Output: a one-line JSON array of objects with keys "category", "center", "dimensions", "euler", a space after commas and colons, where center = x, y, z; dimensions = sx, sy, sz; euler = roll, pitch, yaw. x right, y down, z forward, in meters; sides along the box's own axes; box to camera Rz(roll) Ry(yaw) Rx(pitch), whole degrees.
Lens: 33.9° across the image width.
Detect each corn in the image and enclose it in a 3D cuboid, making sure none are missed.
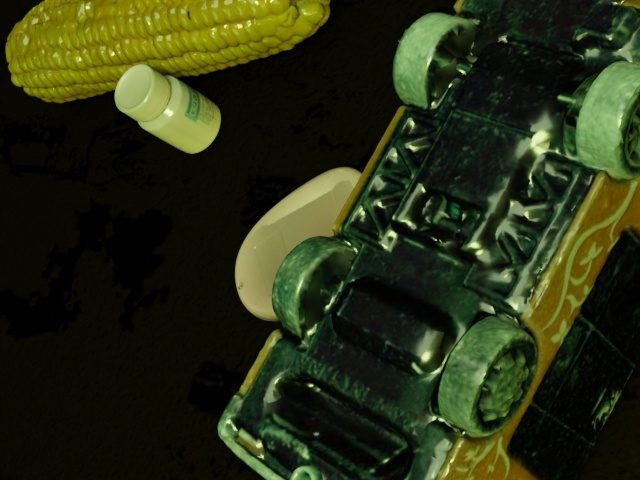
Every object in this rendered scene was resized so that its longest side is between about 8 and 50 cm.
[{"category": "corn", "center": [-0.143, -0.196, 0.930], "dimensions": [0.363, 0.120, 0.121], "euler": [-9, 67, 34]}]

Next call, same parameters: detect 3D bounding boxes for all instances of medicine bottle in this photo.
[{"category": "medicine bottle", "center": [-0.130, -0.113, 0.903], "dimensions": [0.052, 0.089, 0.052], "euler": [-14, 65, 31]}]

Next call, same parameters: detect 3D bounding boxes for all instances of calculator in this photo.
[{"category": "calculator", "center": [0.000, 0.000, 0.808], "dimensions": [0.166, 0.024, 0.103], "euler": [-33, 56, 22]}]

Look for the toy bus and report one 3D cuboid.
[{"category": "toy bus", "center": [0.103, 0.021, 0.618], "dimensions": [0.161, 0.194, 0.324], "euler": [25, 85, 39]}]
